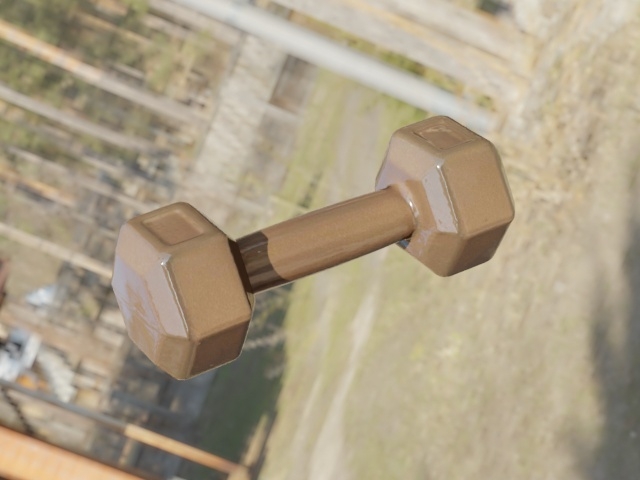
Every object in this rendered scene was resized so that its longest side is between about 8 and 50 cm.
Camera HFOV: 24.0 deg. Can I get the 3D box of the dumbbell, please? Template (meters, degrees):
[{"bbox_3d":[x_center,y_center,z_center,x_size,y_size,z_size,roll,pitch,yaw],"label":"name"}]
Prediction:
[{"bbox_3d":[0.000,0.000,0.836,0.092,0.231,0.082,38,141,47],"label":"dumbbell"}]
